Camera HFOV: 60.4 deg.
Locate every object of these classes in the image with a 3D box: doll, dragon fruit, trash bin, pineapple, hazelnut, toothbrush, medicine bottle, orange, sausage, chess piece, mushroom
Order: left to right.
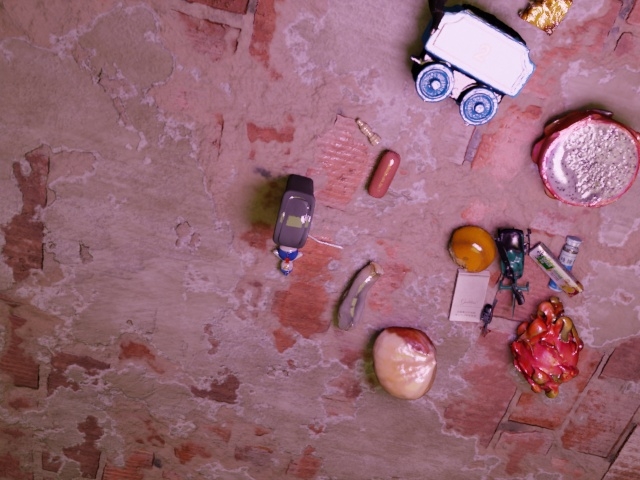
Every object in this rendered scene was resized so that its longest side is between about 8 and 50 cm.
[{"bbox_3d":[-0.110,0.057,1.826,0.098,0.058,0.143,7,120,-4],"label":"doll"},{"bbox_3d":[-0.078,-0.087,1.658,0.101,0.236,0.177,11,114,-5],"label":"trash bin"},{"bbox_3d":[0.000,0.000,1.820,0.162,0.014,0.017,16,100,-7],"label":"toothbrush"},{"bbox_3d":[0.129,0.191,1.866,0.096,0.099,0.278,17,111,-13],"label":"mushroom"},{"bbox_3d":[0.141,-0.329,1.658,0.035,0.035,0.092,-40,105,17],"label":"chess piece"},{"bbox_3d":[0.197,-0.204,1.698,0.062,0.062,0.154,20,114,-9],"label":"sausage"},{"bbox_3d":[0.301,0.416,1.879,0.241,0.261,0.261,-11,119,40],"label":"hazelnut"},{"bbox_3d":[0.490,0.026,1.772,0.156,0.134,0.157,28,136,31],"label":"orange"},{"bbox_3d":[0.617,-0.618,1.510,0.137,0.069,0.116,-13,120,16],"label":"pineapple"},{"bbox_3d":[0.766,0.366,1.869,0.243,0.227,0.307,-31,108,9],"label":"dragon fruit"},{"bbox_3d":[0.813,0.079,1.831,0.051,0.051,0.191,8,114,-3],"label":"medicine bottle"},{"bbox_3d":[0.766,-0.246,1.618,0.290,0.189,0.291,3,111,7],"label":"dragon fruit"}]

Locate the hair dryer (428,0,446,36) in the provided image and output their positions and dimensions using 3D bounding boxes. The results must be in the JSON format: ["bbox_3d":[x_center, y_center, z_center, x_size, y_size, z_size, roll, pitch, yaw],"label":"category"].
[{"bbox_3d":[0.257,-0.623,1.365,0.303,0.360,0.120,11,143,3],"label":"hair dryer"}]

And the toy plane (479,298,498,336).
[{"bbox_3d":[0.585,0.275,1.922,0.037,0.060,0.145,19,114,34],"label":"toy plane"}]

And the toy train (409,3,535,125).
[{"bbox_3d":[0.397,-0.482,1.492,0.300,0.188,0.265,25,120,-9],"label":"toy train"}]

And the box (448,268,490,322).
[{"bbox_3d":[0.511,0.192,1.897,0.109,0.029,0.199,4,116,-1],"label":"box"}]

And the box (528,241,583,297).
[{"bbox_3d":[0.772,0.097,1.804,0.207,0.041,0.050,48,124,3],"label":"box"}]

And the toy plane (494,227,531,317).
[{"bbox_3d":[0.618,0.086,1.774,0.106,0.155,0.382,4,138,24],"label":"toy plane"}]
